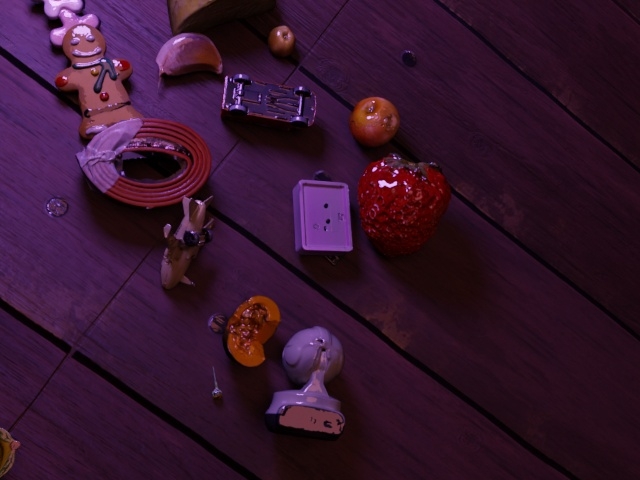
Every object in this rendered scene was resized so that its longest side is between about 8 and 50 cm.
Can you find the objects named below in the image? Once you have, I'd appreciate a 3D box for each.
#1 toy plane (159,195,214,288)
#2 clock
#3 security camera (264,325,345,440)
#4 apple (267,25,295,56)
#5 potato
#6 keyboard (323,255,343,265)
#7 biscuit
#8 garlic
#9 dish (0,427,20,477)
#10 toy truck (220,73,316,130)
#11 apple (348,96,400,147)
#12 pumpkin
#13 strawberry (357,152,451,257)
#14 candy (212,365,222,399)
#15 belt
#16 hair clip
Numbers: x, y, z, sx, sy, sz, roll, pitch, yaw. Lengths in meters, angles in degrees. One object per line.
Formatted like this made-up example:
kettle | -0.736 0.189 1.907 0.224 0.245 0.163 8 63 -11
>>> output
toy plane | -0.337 0.009 1.704 0.104 0.242 0.256 17 102 13
clock | 0.006 -0.060 1.868 0.150 0.063 0.197 2 75 -21
security camera | -0.027 0.351 1.717 0.197 0.191 0.277 11 73 -10
apple | -0.110 -0.566 1.943 0.084 0.071 0.084 3 80 -17
potato | -0.288 -0.748 1.851 0.330 0.213 0.280 -25 87 -22
keyboard | 0.000 0.000 1.892 0.155 0.010 0.053 45 68 -4
biscuit | -0.572 -0.406 1.748 0.197 0.049 0.302 -18 95 -22
garlic | -0.369 -0.486 1.838 0.198 0.090 0.129 -24 99 -25
dish | -0.766 0.482 1.506 0.207 0.080 0.149 -12 79 -19
toy truck | -0.144 -0.368 1.869 0.252 0.114 0.107 9 75 -15
apple | 0.149 -0.340 1.942 0.146 0.146 0.146 4 78 -17
pumpkin | -0.183 0.233 1.733 0.119 0.107 0.183 34 63 -16
strawberry | 0.221 -0.087 1.873 0.257 0.257 0.277 1 108 -18
candy | -0.267 0.360 1.727 0.023 0.025 0.083 2 67 -46
belt | -0.442 -0.187 1.716 0.323 0.115 0.227 -5 90 -20
hair clip | -0.658 -0.587 1.775 0.146 0.075 0.257 -25 92 -26
